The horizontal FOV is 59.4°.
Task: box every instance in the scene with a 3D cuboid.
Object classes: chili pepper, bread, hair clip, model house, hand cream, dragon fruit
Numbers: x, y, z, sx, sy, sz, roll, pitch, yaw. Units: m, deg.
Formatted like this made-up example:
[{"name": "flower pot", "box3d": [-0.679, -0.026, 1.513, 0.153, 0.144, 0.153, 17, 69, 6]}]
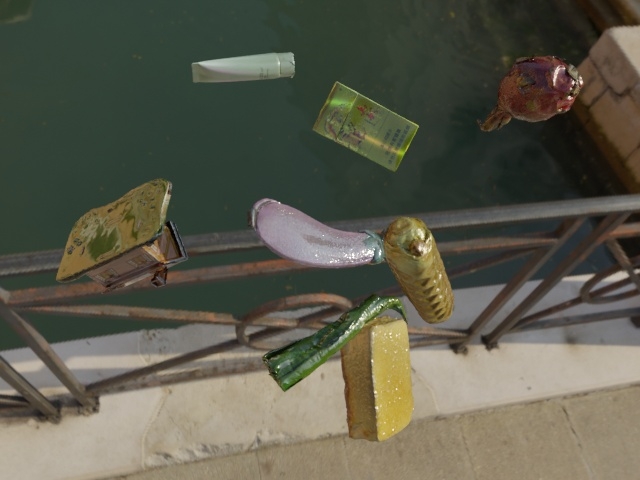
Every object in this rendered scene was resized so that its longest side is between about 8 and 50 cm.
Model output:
[{"name": "chili pepper", "box3d": [0.047, 0.193, 1.150, 0.359, 0.076, 0.085, -23, 62, -31]}, {"name": "bread", "box3d": [0.140, 0.333, 1.385, 0.184, 0.114, 0.275, -2, 88, -52]}, {"name": "hair clip", "box3d": [0.000, 0.002, 1.246, 0.358, 0.110, 0.095, 15, 7, -33]}, {"name": "model house", "box3d": [-0.424, 0.010, 1.287, 0.294, 0.154, 0.207, -22, 44, 20]}, {"name": "hand cream", "box3d": [-0.154, -0.345, 1.125, 0.205, 0.078, 0.050, -9, 82, -12]}, {"name": "dragon fruit", "box3d": [0.393, -0.275, 1.103, 0.125, 0.246, 0.125, -6, 76, -22]}, {"name": "bread", "box3d": [0.166, 0.061, 0.906, 0.077, 0.367, 0.084, -40, 62, -2]}]

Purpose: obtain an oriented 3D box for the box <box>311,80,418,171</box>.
[{"name": "box", "box3d": [0.146, -0.367, 1.831, 0.311, 0.043, 0.173, 26, 97, -13]}]
